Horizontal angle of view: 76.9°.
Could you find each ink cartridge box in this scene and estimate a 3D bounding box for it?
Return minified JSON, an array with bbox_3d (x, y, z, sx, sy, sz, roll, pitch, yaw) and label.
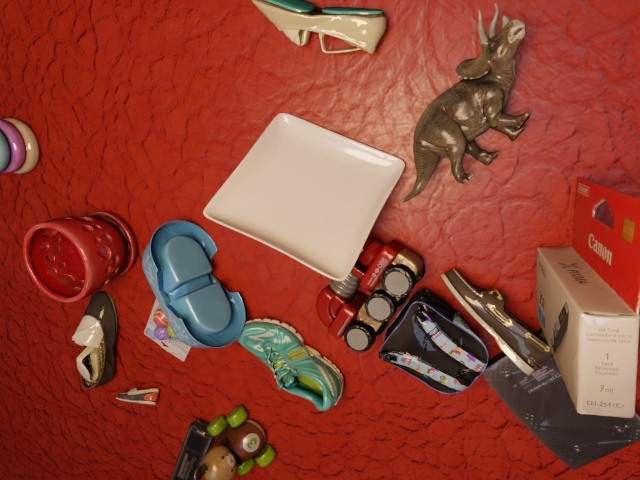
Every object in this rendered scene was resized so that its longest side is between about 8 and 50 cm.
[{"bbox_3d":[0.377,0.053,0.590,0.066,0.296,0.260,-1,104,19],"label":"ink cartridge box"}]

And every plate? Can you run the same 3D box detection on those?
[{"bbox_3d":[-0.022,-0.088,0.742,0.278,0.277,0.045,25,155,12],"label":"plate"}]

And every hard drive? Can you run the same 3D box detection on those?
[{"bbox_3d":[0.452,0.293,0.762,0.254,0.054,0.172,47,114,3],"label":"hard drive"}]

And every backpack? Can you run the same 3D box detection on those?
[{"bbox_3d":[0.224,0.197,0.777,0.173,0.117,0.158,32,112,8],"label":"backpack"}]

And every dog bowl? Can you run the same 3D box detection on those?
[{"bbox_3d":[-0.284,0.104,0.893,0.074,0.166,0.297,-29,87,35],"label":"dog bowl"}]

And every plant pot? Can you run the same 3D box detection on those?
[{"bbox_3d":[-0.557,0.031,0.959,0.191,0.174,0.190,5,105,17],"label":"plant pot"}]

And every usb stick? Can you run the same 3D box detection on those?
[{"bbox_3d":[-0.360,0.613,1.126,0.077,0.045,0.277,24,111,3],"label":"usb stick"}]

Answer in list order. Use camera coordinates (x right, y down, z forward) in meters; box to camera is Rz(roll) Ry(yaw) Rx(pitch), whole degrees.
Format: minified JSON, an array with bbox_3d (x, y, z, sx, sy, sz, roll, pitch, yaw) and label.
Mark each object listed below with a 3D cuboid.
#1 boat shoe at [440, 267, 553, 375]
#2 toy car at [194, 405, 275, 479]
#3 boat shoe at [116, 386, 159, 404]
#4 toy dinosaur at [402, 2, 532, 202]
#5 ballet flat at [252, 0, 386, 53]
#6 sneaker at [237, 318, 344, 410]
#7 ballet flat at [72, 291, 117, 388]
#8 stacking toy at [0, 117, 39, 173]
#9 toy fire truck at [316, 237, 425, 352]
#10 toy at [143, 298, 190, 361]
[{"bbox_3d":[0.319,0.132,0.737,0.069,0.081,0.227,-45,70,14],"label":"boat shoe"},{"bbox_3d":[-0.227,0.536,0.981,0.149,0.188,0.155,-33,93,23],"label":"toy car"},{"bbox_3d":[-0.511,0.433,1.128,0.137,0.049,0.043,-5,61,22],"label":"boat shoe"},{"bbox_3d":[0.239,-0.199,0.682,0.160,0.121,0.313,47,118,14],"label":"toy dinosaur"},{"bbox_3d":[-0.008,-0.382,0.720,0.249,0.086,0.086,17,109,12],"label":"ballet flat"},{"bbox_3d":[-0.071,0.272,0.900,0.275,0.110,0.107,31,112,9],"label":"sneaker"},{"bbox_3d":[-0.606,0.280,1.087,0.096,0.096,0.280,10,107,16],"label":"ballet flat"},{"bbox_3d":[-0.828,-0.205,0.898,0.141,0.330,0.141,5,106,17],"label":"stacking toy"},{"bbox_3d":[0.044,0.071,0.793,0.246,0.158,0.217,37,114,16],"label":"toy fire truck"},{"bbox_3d":[-0.374,0.197,1.009,0.137,0.056,0.237,33,112,8],"label":"toy"}]
